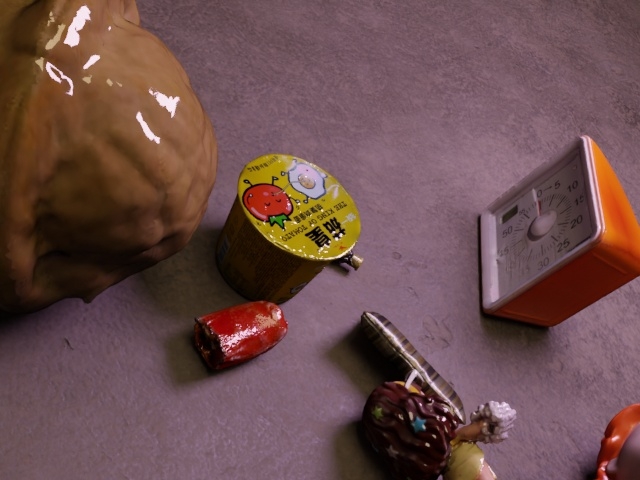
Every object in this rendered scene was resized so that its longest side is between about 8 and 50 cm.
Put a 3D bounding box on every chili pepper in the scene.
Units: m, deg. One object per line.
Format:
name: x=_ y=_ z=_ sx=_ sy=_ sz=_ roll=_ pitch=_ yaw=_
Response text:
chili pepper: x=-0.098 y=0.119 z=1.057 sx=0.123 sy=0.073 sz=0.070 roll=-15 pitch=107 yaw=-40

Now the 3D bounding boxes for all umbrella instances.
umbrella: x=0.000 y=0.000 z=1.249 sx=0.144 sy=0.037 sz=0.040 roll=30 pitch=64 yaw=-9

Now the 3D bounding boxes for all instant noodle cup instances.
instant noodle cup: x=-0.057 y=-0.007 z=1.136 sx=0.182 sy=0.144 sz=0.182 roll=18 pitch=46 yaw=-20

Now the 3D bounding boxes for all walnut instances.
walnut: x=-0.295 y=-0.106 z=0.886 sx=0.384 sy=0.383 sz=0.383 roll=19 pitch=46 yaw=-21

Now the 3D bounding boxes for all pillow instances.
pillow: x=0.132 y=0.178 z=1.165 sx=0.203 sy=0.038 sz=0.113 roll=47 pitch=4 yaw=10

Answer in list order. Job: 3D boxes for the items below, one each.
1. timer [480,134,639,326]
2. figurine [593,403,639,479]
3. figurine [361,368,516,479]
timer: x=0.390 y=-0.015 z=1.381 sx=0.161 sy=0.257 sz=0.250 roll=18 pitch=48 yaw=-31
figurine: x=0.474 y=0.339 z=1.089 sx=0.412 sy=0.241 sz=0.306 roll=46 pitch=44 yaw=-62
figurine: x=0.159 y=0.270 z=1.048 sx=0.240 sy=0.174 sz=0.116 roll=34 pitch=41 yaw=22
